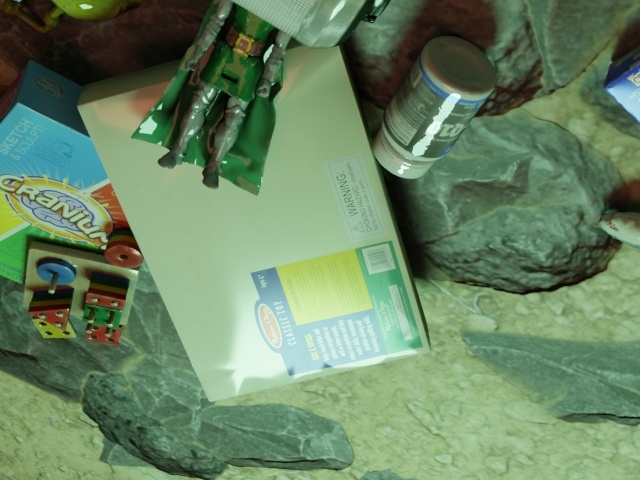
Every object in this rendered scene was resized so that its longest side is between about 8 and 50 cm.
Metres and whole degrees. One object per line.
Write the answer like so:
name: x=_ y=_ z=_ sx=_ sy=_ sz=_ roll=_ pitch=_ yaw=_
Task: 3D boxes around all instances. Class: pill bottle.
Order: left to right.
pill bottle: x=0.107 y=-0.127 z=1.155 sx=0.078 sy=0.078 sz=0.137 roll=27 pitch=138 yaw=-5

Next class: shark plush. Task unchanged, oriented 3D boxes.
shark plush: x=0.369 y=0.001 z=1.214 sx=0.161 sy=0.073 sz=0.067 roll=14 pitch=161 yaw=-21

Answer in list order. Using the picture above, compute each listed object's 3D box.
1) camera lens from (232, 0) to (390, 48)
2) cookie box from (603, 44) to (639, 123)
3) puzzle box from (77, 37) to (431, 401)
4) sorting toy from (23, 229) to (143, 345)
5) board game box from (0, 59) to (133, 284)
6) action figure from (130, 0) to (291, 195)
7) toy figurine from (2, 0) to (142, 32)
camera lens: x=-0.042 y=-0.302 z=0.942 sx=0.274 sy=0.219 sz=0.219 roll=30 pitch=137 yaw=-7
cookie box: x=0.330 y=-0.139 z=1.078 sx=0.107 sy=0.040 sz=0.092 roll=40 pitch=135 yaw=-17
puzzle box: x=-0.058 y=-0.015 z=1.268 sx=0.272 sy=0.052 sz=0.409 roll=-13 pitch=123 yaw=8
sorting toy: x=-0.298 y=0.072 z=1.445 sx=0.132 sy=0.046 sz=0.274 roll=13 pitch=144 yaw=-9
board game box: x=-0.303 y=-0.051 z=1.371 sx=0.242 sy=0.064 sz=0.316 roll=26 pitch=140 yaw=-26
action figure: x=-0.081 y=-0.164 z=1.107 sx=0.137 sy=0.063 sz=0.232 roll=22 pitch=113 yaw=-6
toy figurine: x=-0.350 y=-0.264 z=1.079 sx=0.191 sy=0.217 sz=0.362 roll=-16 pitch=133 yaw=32
